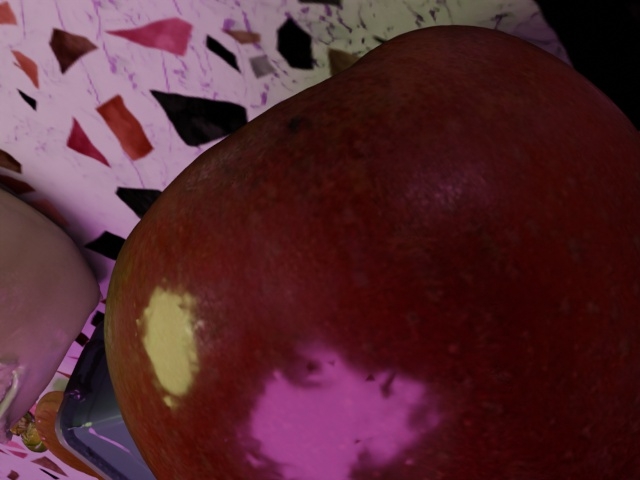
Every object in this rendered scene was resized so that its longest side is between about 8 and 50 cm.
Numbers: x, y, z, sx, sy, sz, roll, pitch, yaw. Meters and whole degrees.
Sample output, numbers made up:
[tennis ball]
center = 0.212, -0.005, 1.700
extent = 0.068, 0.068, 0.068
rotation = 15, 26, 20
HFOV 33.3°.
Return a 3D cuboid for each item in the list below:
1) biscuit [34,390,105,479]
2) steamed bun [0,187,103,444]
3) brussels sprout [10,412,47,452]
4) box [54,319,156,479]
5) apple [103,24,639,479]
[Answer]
[biscuit]
center = -0.190, 0.284, 1.370
extent = 0.376, 0.051, 0.269
rotation = 20, 144, 6
[steamed bun]
center = -0.406, 0.074, 1.060
extent = 0.312, 0.233, 0.334
rotation = 30, 145, -8
[brussels sprout]
center = -0.408, 0.261, 1.495
extent = 0.083, 0.046, 0.051
rotation = 39, 149, -3
[box]
center = -0.156, 0.190, 1.130
extent = 0.130, 0.162, 0.227
rotation = -20, 127, 34
[apple]
center = 0.049, 0.046, 0.632
extent = 0.277, 0.348, 0.348
rotation = 58, 142, -1
